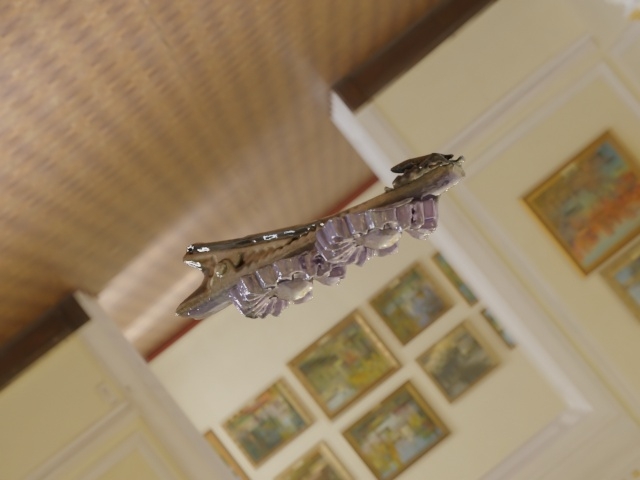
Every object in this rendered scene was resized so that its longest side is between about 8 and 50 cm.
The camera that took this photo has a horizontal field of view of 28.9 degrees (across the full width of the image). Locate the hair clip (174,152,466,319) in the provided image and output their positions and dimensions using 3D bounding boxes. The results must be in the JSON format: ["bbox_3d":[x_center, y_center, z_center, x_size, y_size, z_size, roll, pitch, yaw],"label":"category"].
[{"bbox_3d":[0.000,0.000,1.016,0.292,0.084,0.106,-24,162,32],"label":"hair clip"}]
